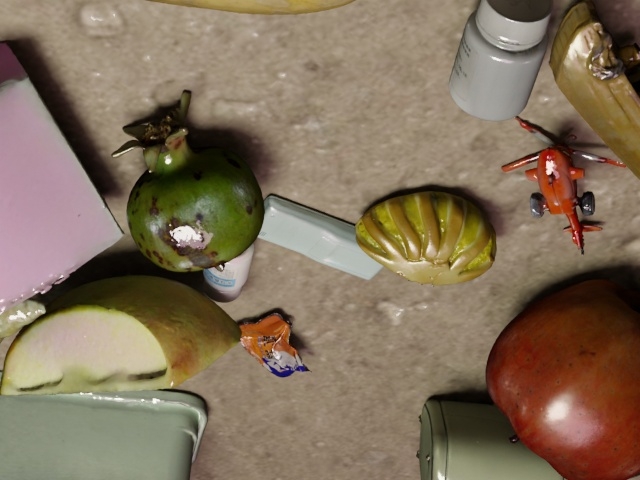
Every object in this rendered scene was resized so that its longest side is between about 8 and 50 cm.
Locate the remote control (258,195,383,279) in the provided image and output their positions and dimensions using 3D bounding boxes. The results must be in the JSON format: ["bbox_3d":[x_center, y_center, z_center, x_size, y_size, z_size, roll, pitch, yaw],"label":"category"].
[{"bbox_3d":[0.000,0.000,1.843,0.162,0.029,0.061,20,135,-23],"label":"remote control"}]

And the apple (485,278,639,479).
[{"bbox_3d":[0.303,0.158,1.907,0.234,0.234,0.234,-1,141,0],"label":"apple"}]

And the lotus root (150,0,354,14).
[{"bbox_3d":[-0.053,-0.274,1.405,0.343,0.151,0.169,5,129,-9],"label":"lotus root"}]

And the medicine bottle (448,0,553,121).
[{"bbox_3d":[0.172,-0.182,1.578,0.080,0.080,0.130,5,140,-8],"label":"medicine bottle"}]

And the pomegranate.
[{"bbox_3d":[-0.137,-0.044,1.703,0.148,0.148,0.169,-23,130,25],"label":"pomegranate"}]

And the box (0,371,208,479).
[{"bbox_3d":[-0.304,0.295,2.085,0.312,0.182,0.175,7,141,-9],"label":"box"}]

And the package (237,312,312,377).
[{"bbox_3d":[-0.056,0.126,1.999,0.077,0.033,0.110,-4,133,42],"label":"package"}]

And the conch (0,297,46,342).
[{"bbox_3d":[-0.489,0.081,1.833,0.386,0.169,0.203,-6,112,1],"label":"conch"}]

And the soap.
[{"bbox_3d":[-0.329,-0.054,1.676,0.181,0.081,0.259,-34,139,-7],"label":"soap"}]

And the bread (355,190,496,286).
[{"bbox_3d":[0.127,-0.008,1.805,0.157,0.083,0.094,20,125,-23],"label":"bread"}]

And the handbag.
[{"bbox_3d":[0.278,0.277,2.055,0.315,0.241,0.109,6,107,-2],"label":"handbag"}]

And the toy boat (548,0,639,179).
[{"bbox_3d":[0.337,-0.127,1.646,0.121,0.089,0.321,-30,132,23],"label":"toy boat"}]

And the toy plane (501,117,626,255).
[{"bbox_3d":[0.250,-0.045,1.764,0.126,0.077,0.194,9,150,1],"label":"toy plane"}]

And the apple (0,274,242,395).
[{"bbox_3d":[-0.220,0.094,1.869,0.265,0.193,0.120,-5,108,32],"label":"apple"}]

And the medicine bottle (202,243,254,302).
[{"bbox_3d":[-0.104,0.028,1.856,0.052,0.052,0.089,5,145,-8],"label":"medicine bottle"}]
